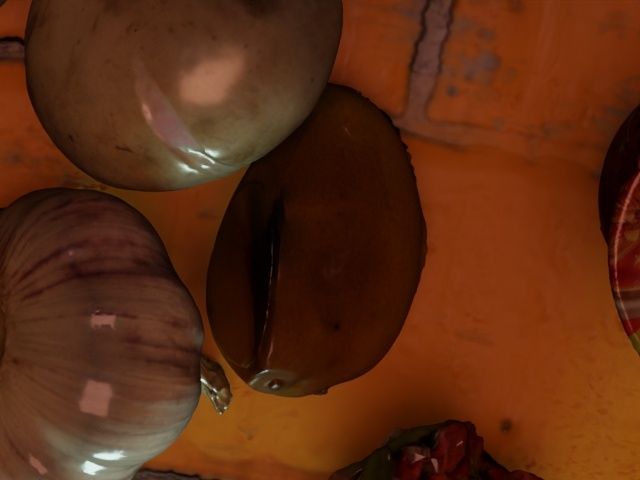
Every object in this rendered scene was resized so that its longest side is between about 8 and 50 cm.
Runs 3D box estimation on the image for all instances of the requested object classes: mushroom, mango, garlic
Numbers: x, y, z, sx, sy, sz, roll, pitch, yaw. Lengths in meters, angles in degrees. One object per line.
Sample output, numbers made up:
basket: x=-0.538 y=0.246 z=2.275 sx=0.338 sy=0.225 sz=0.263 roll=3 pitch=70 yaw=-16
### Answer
mushroom: x=-0.092 y=-0.147 z=1.257 sx=0.255 sy=0.255 sz=0.184 roll=-30 pitch=138 yaw=5
mango: x=0.000 y=0.000 z=1.331 sx=0.166 sy=0.136 sz=0.236 roll=3 pitch=97 yaw=-37
garlic: x=-0.155 y=0.089 z=1.329 sx=0.253 sy=0.245 sz=0.245 roll=13 pitch=107 yaw=-43

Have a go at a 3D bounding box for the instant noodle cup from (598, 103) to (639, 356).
instant noodle cup: x=0.316 y=-0.017 z=1.309 sx=0.250 sy=0.192 sz=0.250 roll=-1 pitch=104 yaw=-3

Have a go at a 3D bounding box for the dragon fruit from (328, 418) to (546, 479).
dragon fruit: x=0.093 y=0.285 z=1.363 sx=0.237 sy=0.231 sz=0.303 roll=-4 pitch=94 yaw=11

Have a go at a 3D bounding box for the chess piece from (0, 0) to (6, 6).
chess piece: x=-0.284 y=-0.193 z=1.275 sx=0.144 sy=0.144 sz=0.251 roll=32 pitch=96 yaw=-10
